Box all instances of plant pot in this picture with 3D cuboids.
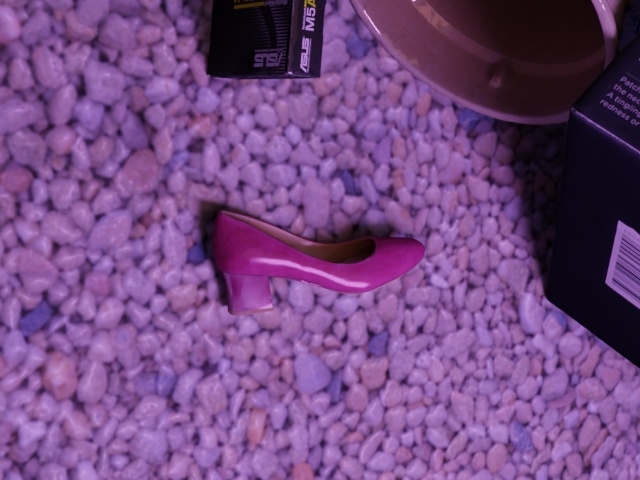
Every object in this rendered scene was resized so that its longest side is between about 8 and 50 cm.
[{"bbox_3d":[0.238,-0.350,1.494,0.334,0.333,0.305,48,63,-23],"label":"plant pot"}]

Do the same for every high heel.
[{"bbox_3d":[0.000,0.000,1.519,0.244,0.082,0.117,-11,111,-13],"label":"high heel"}]

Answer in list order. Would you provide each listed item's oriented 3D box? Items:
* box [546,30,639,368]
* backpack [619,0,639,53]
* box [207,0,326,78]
[{"bbox_3d":[0.512,-0.109,1.521,0.297,0.480,0.472,39,74,21],"label":"box"},{"bbox_3d":[0.432,-0.249,1.714,0.114,0.084,0.105,43,73,-21],"label":"backpack"},{"bbox_3d":[-0.053,-0.256,1.402,0.045,0.190,0.184,5,94,-29],"label":"box"}]
